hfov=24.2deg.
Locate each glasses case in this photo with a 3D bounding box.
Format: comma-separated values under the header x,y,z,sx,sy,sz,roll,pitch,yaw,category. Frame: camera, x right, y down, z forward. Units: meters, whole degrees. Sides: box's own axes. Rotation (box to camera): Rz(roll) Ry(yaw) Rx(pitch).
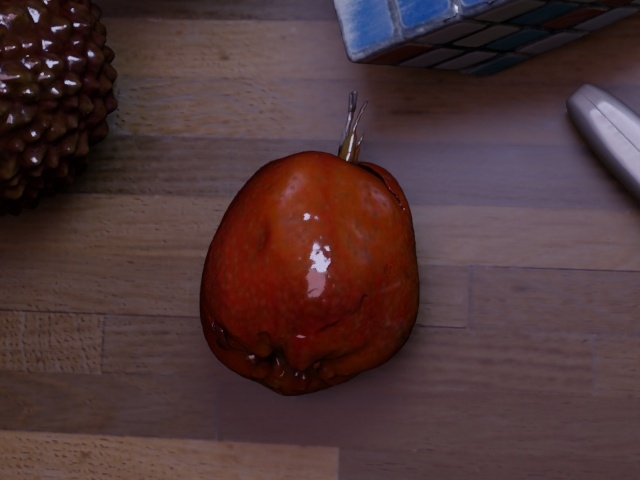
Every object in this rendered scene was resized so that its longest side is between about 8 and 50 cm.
x,y,z,sx,sy,sz,roll,pitch,yaw,category
0.327,-0.061,1.443,0.059,0.092,0.233,-43,80,4,glasses case

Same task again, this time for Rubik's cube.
x,y,z,sx,sy,sz,roll,pitch,yaw,category
0.161,-0.312,1.366,0.259,0.253,0.256,-18,83,33,Rubik's cube

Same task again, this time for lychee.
x,y,z,sx,sy,sz,roll,pitch,yaw,category
-0.365,-0.160,1.443,0.330,0.306,0.306,-11,84,3,lychee

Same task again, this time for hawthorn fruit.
x,y,z,sx,sy,sz,roll,pitch,yaw,category
0.000,0.000,1.431,0.211,0.211,0.299,11,77,8,hawthorn fruit
